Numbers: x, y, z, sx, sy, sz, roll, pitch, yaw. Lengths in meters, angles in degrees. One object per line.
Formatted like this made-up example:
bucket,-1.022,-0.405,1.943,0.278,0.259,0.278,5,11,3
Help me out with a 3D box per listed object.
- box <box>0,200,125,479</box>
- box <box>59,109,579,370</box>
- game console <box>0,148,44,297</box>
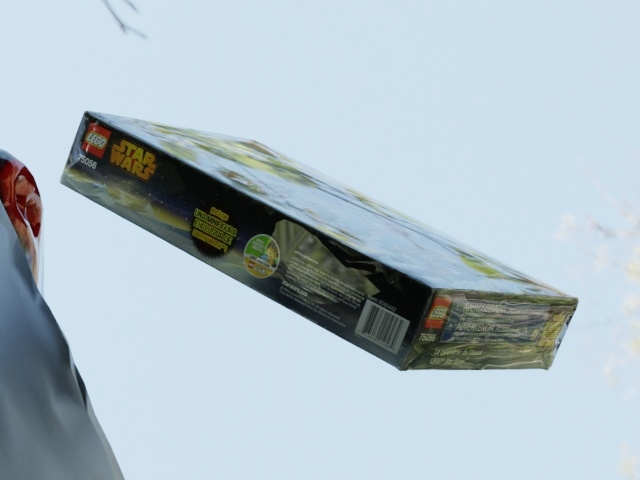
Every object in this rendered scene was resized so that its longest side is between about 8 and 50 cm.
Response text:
box,-0.250,0.239,0.221,0.480,0.472,0.297,-20,-79,5
box,0.000,0.000,0.539,0.094,0.137,0.027,7,-72,-58
game console,-0.281,0.090,0.572,0.387,0.060,0.342,-9,-32,-13
